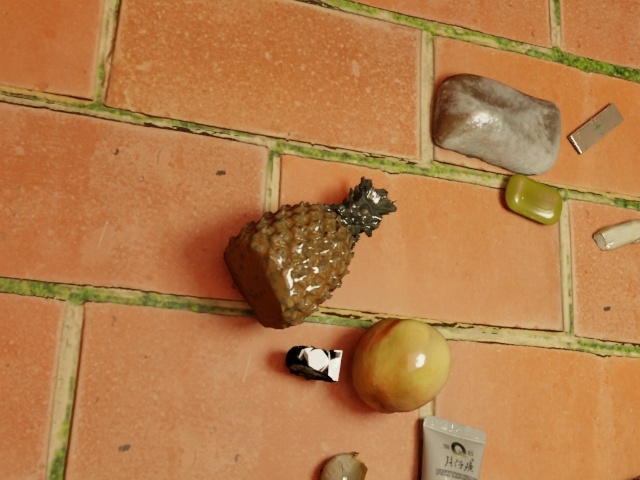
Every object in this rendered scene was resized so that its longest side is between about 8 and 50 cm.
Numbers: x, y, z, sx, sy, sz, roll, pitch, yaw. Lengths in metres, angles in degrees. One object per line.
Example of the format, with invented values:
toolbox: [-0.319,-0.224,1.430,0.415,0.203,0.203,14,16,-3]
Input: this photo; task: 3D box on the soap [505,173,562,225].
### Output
soap: [0.455,-0.087,1.724,0.140,0.045,0.089,22,67,-13]

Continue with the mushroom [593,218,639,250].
mushroom: [0.701,-0.018,1.800,0.202,0.054,0.059,-9,81,-18]

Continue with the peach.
peach: [0.142,0.226,1.454,0.184,0.184,0.184,5,75,-20]

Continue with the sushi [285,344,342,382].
sushi: [-0.017,0.221,1.443,0.083,0.084,0.056,15,71,-17]

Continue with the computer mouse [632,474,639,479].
computer mouse: [0.753,0.547,1.640,0.323,0.116,0.183,-9,75,-22]

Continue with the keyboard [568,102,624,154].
keyboard: [0.632,-0.259,1.853,0.166,0.017,0.055,-35,95,-25]

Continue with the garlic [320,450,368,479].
garlic: [0.037,0.442,1.416,0.084,0.066,0.152,25,67,-15]

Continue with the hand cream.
hand cream: [0.235,0.488,1.479,0.139,0.089,0.314,17,63,-18]

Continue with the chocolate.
chocolate: [0.392,-0.256,1.721,0.303,0.100,0.185,15,68,-20]

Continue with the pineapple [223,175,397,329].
pineapple: [0.000,0.000,1.455,0.362,0.202,0.202,-36,91,-32]
